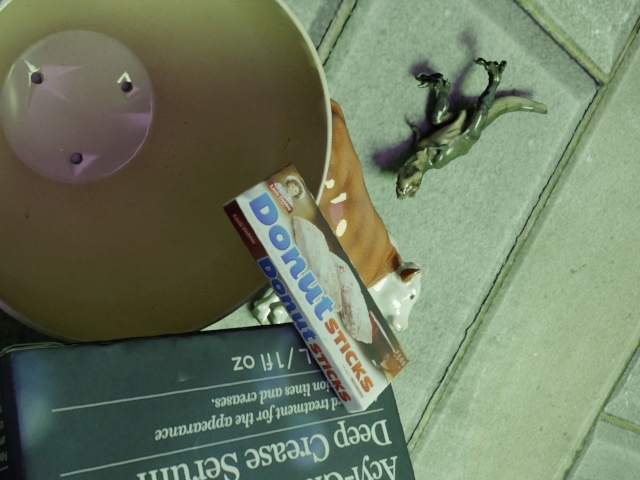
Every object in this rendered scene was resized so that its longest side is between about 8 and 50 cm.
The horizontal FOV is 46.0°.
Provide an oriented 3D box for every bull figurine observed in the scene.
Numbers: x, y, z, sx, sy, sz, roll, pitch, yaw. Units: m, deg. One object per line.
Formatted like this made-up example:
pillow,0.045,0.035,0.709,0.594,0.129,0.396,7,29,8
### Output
bull figurine,0.000,0.000,0.799,0.188,0.101,0.310,-36,127,-16

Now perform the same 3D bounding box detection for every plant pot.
plant pot,-0.160,-0.086,0.588,0.284,0.191,0.284,-15,119,-30

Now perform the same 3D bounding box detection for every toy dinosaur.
toy dinosaur,0.170,-0.149,0.886,0.268,0.064,0.118,-32,132,-23

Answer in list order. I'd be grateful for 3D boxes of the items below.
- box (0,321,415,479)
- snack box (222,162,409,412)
box,-0.085,0.274,0.542,0.294,0.212,0.395,-1,71,-39
snack box,0.000,0.035,0.554,0.064,0.022,0.178,-37,99,-40
